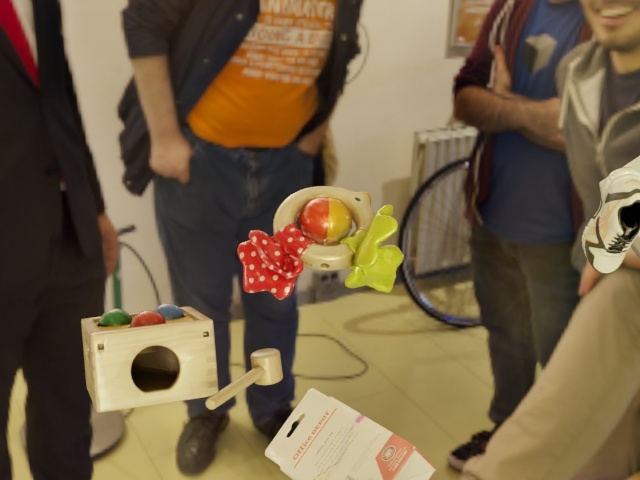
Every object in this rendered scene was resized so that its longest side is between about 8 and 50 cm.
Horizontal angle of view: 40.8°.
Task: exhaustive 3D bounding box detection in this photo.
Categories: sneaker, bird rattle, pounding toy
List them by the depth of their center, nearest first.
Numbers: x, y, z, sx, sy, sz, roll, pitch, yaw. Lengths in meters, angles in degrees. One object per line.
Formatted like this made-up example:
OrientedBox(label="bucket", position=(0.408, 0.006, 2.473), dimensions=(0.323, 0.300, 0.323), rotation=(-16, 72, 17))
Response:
OrientedBox(label="sneaker", position=(0.255, -0.009, 0.744), dimensions=(0.040, 0.109, 0.044), rotation=(-3, 41, -1))
OrientedBox(label="pounding toy", position=(-0.143, 0.118, 0.928), dimensions=(0.206, 0.094, 0.181), rotation=(-5, 4, -19))
OrientedBox(label="bird rattle", position=(0.000, 0.000, 1.339), dimensions=(0.253, 0.143, 0.207), rotation=(-4, 44, 5))

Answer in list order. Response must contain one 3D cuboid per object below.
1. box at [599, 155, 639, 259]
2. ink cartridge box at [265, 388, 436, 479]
OrientedBox(label="box", position=(0.542, -0.061, 1.015), dimensions=(0.215, 0.345, 0.168), rotation=(60, 12, 24))
OrientedBox(label="ink cartridge box", position=(0.032, 0.278, 1.084), dimensions=(0.198, 0.067, 0.115), rotation=(22, 69, 48))
